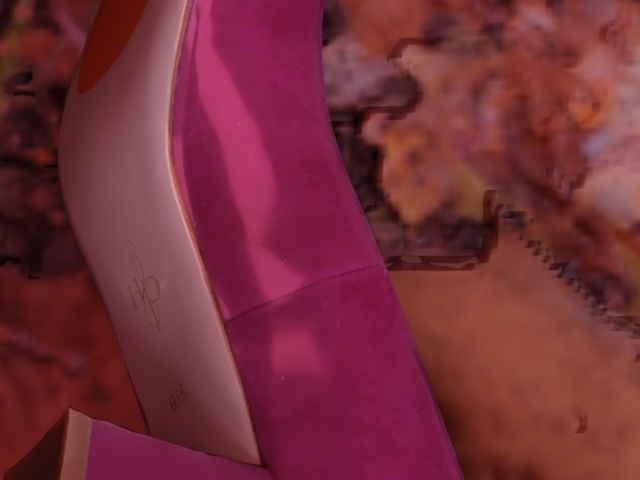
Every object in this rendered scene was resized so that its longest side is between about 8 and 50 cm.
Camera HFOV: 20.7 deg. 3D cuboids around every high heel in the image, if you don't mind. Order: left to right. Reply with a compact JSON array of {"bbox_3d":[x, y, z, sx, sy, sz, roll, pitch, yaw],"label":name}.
[{"bbox_3d":[0.000,0.000,0.417,0.117,0.082,0.244,20,52,-22],"label":"high heel"}]
